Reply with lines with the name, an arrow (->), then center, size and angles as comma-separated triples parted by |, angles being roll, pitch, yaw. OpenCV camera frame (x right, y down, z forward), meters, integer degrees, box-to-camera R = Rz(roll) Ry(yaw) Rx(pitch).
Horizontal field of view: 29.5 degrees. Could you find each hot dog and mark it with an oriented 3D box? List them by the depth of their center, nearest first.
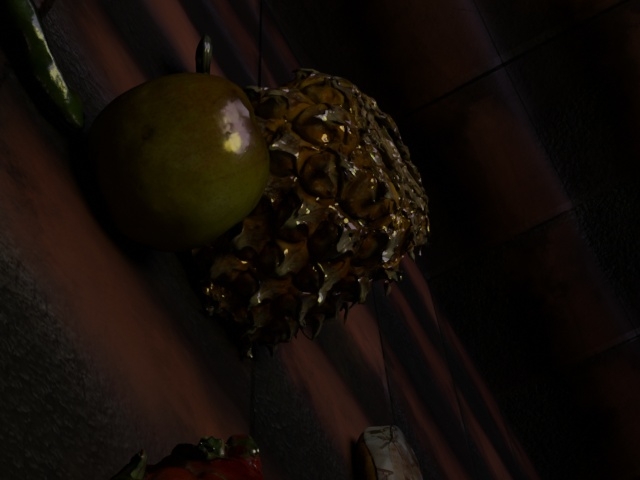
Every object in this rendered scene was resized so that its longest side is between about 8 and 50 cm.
hot dog -> 0.108, 0.377, 1.763 | 0.144, 0.075, 0.268 | 51, 18, -31

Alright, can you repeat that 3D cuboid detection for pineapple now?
pineapple -> -0.025, -0.039, 1.568 | 0.352, 0.300, 0.352 | 56, 19, -30

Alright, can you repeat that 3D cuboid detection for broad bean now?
broad bean -> -0.299, -0.196, 1.275 | 0.195, 0.046, 0.061 | 64, -2, -19

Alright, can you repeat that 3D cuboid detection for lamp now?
lamp -> -0.124, -0.168, 1.915 | 0.283, 0.124, 0.203 | 46, -2, 0

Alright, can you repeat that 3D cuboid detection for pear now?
pear -> -0.152, -0.086, 1.334 | 0.200, 0.200, 0.200 | 59, 11, -19

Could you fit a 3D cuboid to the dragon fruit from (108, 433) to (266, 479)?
dragon fruit -> -0.102, 0.241, 0.823 | 0.269, 0.198, 0.200 | -3, 76, -63
